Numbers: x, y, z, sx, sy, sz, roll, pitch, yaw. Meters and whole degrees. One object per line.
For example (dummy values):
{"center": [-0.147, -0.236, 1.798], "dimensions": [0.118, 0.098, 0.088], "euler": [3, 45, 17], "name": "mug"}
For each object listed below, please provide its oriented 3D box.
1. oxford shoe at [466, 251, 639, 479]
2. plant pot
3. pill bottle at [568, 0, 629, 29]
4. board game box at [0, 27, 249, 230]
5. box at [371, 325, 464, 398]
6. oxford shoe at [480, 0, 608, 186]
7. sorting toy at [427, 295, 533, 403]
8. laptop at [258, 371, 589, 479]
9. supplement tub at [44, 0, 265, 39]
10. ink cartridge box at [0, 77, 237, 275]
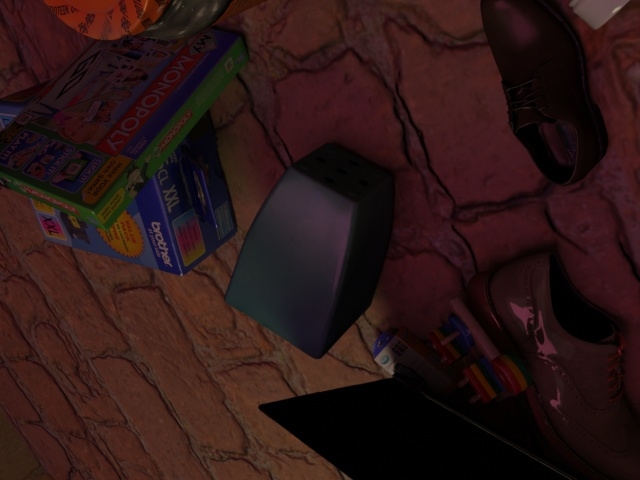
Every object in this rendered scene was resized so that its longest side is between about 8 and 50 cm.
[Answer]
{"center": [0.326, 0.169, 0.878], "dimensions": [0.130, 0.123, 0.348], "euler": [-33, 98, 41], "name": "oxford shoe"}
{"center": [0.000, 0.000, 0.981], "dimensions": [0.166, 0.166, 0.234], "euler": [30, 126, 16], "name": "plant pot"}
{"center": [0.207, -0.295, 0.628], "dimensions": [0.208, 0.119, 0.119], "euler": [46, 137, 2], "name": "pill bottle"}
{"center": [-0.268, -0.175, 0.942], "dimensions": [0.214, 0.317, 0.046], "euler": [20, 151, 25], "name": "board game box"}
{"center": [0.144, 0.191, 1.100], "dimensions": [0.136, 0.028, 0.081], "euler": [41, 137, 9], "name": "box"}
{"center": [0.224, -0.159, 0.733], "dimensions": [0.083, 0.096, 0.227], "euler": [-20, 105, 46], "name": "oxford shoe"}
{"center": [0.186, 0.151, 0.909], "dimensions": [0.132, 0.046, 0.274], "euler": [57, 174, 16], "name": "sorting toy"}
{"center": [0.175, 0.361, 0.951], "dimensions": [0.382, 0.236, 0.407], "euler": [24, 142, 45], "name": "laptop"}
{"center": [-0.110, -0.324, 0.691], "dimensions": [0.207, 0.338, 0.207], "euler": [20, 130, 25], "name": "supplement tub"}
{"center": [-0.301, -0.109, 1.136], "dimensions": [0.396, 0.151, 0.269], "euler": [10, 126, 30], "name": "ink cartridge box"}
